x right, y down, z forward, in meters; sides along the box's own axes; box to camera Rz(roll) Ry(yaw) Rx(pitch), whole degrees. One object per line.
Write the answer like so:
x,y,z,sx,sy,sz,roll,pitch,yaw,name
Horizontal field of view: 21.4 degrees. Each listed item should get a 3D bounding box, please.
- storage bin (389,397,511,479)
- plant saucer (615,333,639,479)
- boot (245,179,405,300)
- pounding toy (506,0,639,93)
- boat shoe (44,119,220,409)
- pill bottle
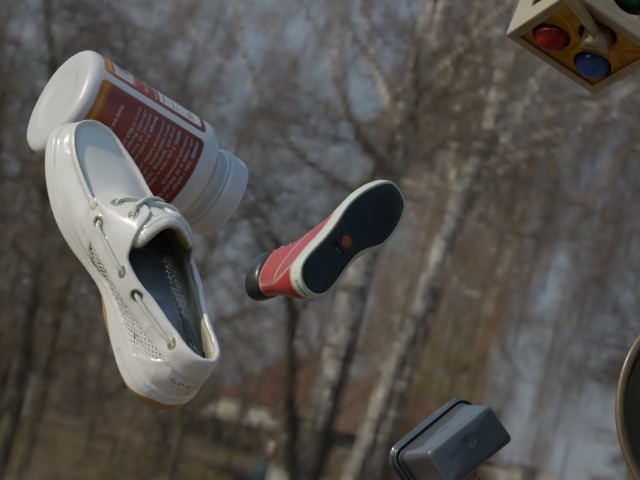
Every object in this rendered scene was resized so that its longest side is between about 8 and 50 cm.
0.170,0.263,2.092,0.098,0.135,0.091,56,-21,-4,storage bin
0.461,0.206,1.969,0.278,0.278,0.041,16,-14,-16,plant saucer
0.000,0.000,2.453,0.176,0.244,0.088,-9,-62,54,boot
0.250,-0.207,1.563,0.130,0.100,0.141,31,-26,-16,pounding toy
-0.151,0.003,1.459,0.098,0.277,0.096,-8,-24,-45,boat shoe
-0.186,-0.095,1.760,0.216,0.121,0.121,32,-16,-28,pill bottle
